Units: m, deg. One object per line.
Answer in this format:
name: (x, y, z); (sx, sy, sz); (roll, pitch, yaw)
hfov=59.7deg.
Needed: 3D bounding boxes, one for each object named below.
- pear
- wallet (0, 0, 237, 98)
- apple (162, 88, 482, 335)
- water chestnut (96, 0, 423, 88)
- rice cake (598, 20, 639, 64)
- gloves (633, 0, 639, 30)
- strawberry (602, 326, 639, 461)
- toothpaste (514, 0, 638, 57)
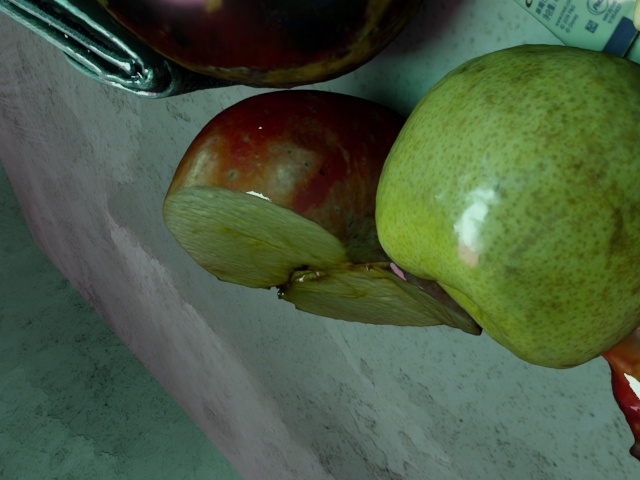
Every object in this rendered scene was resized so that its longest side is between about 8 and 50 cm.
pear: (0.164, -0.033, 0.417); (0.228, 0.211, 0.188); (38, 179, -13)
wallet: (-0.213, -0.238, 0.640); (0.237, 0.342, 0.075); (31, 111, 0)
apple: (0.000, 0.000, 0.635); (0.329, 0.295, 0.365); (63, 155, 0)
water chestnut: (-0.061, -0.285, 0.423); (0.350, 0.302, 0.351); (3, 116, 6)
rice cake: (0.310, -0.104, 0.370); (0.237, 0.043, 0.127); (15, 131, 47)
gloves: (0.284, -0.162, 0.229); (0.356, 0.155, 0.203); (39, 105, 47)
strawberry: (0.349, 0.126, 0.428); (0.280, 0.150, 0.254); (15, 99, 54)
toothpaste: (0.162, -0.215, 0.448); (0.216, 0.037, 0.062); (52, 154, 26)
